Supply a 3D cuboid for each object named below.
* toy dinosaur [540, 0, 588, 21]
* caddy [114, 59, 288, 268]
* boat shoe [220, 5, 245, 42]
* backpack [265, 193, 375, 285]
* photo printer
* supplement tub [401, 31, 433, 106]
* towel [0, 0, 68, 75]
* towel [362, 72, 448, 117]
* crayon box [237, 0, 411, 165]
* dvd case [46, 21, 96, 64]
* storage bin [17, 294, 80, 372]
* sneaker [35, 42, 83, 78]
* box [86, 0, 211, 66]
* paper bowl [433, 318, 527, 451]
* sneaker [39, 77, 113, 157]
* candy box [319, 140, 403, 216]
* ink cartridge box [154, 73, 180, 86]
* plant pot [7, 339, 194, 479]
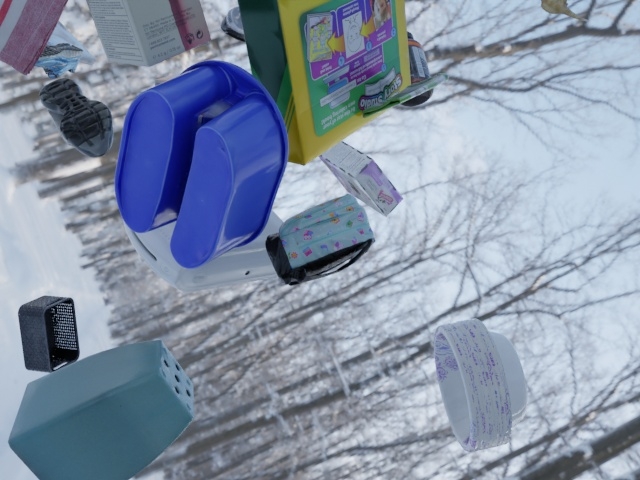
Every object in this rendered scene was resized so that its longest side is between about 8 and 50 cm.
[{"bbox_3d":[0.586,-0.577,1.880,0.183,0.092,0.053,37,-32,19],"label":"toy dinosaur"},{"bbox_3d":[-0.186,-0.121,1.248,0.241,0.179,0.341,34,-51,15],"label":"caddy"},{"bbox_3d":[-0.130,-0.478,1.796,0.076,0.228,0.080,-17,-110,51],"label":"boat shoe"},{"bbox_3d":[0.000,0.000,1.294,0.152,0.182,0.115,-171,-123,-86],"label":"backpack"},{"bbox_3d":[-0.230,-0.014,1.548,0.256,0.308,0.107,46,-52,35],"label":"photo printer"},{"bbox_3d":[0.232,-0.462,2.041,0.106,0.106,0.198,102,-19,-60],"label":"supplement tub"},{"bbox_3d":[-0.629,-0.439,1.339,0.237,0.329,0.037,-42,-143,40],"label":"towel"},{"bbox_3d":[0.161,-0.279,1.463,0.113,0.152,0.023,-15,-77,52],"label":"towel"},{"bbox_3d":[0.024,-0.359,1.431,0.106,0.363,0.313,17,-51,35],"label":"crayon box"},{"bbox_3d":[-0.639,-0.490,1.779,0.180,0.022,0.253,47,10,0],"label":"dvd case"},{"bbox_3d":[-0.706,0.243,1.997,0.122,0.084,0.180,-33,122,-65],"label":"storage bin"},{"bbox_3d":[-0.574,-0.377,1.638,0.063,0.162,0.073,28,-64,22],"label":"sneaker"},{"bbox_3d":[-0.288,-0.405,1.199,0.149,0.127,0.232,20,-47,46],"label":"box"},{"bbox_3d":[0.358,0.314,1.698,0.284,0.148,0.284,171,-90,-86],"label":"paper bowl"},{"bbox_3d":[-0.459,-0.224,1.493,0.267,0.101,0.106,47,-21,42],"label":"sneaker"},{"bbox_3d":[0.101,-0.166,1.975,0.165,0.070,0.196,48,-6,-39],"label":"candy box"},{"bbox_3d":[-0.286,-0.386,1.857,0.145,0.179,0.045,16,-54,39],"label":"ink cartridge box"},{"bbox_3d":[-0.326,0.271,1.204,0.165,0.234,0.165,60,4,-24],"label":"plant pot"}]
